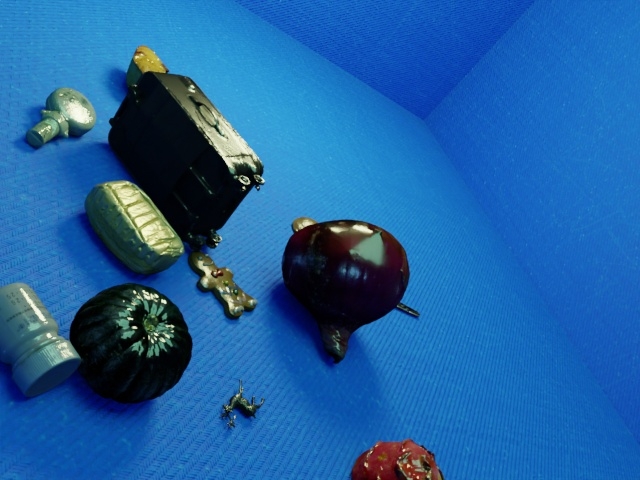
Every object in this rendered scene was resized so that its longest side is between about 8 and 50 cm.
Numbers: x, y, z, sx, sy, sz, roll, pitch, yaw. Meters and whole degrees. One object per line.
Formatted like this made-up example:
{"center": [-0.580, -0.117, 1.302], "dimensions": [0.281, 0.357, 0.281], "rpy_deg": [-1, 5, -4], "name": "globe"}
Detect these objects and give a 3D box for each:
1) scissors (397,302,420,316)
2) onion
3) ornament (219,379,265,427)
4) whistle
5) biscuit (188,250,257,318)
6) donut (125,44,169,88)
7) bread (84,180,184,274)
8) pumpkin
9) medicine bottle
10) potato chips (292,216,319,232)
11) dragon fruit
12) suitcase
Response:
{"center": [0.214, 0.186, 2.140], "dimensions": [0.317, 0.024, 0.160], "rpy_deg": [27, 30, -30], "name": "scissors"}
{"center": [0.059, 0.131, 1.740], "dimensions": [0.347, 0.347, 0.385], "rpy_deg": [23, 67, -36], "name": "onion"}
{"center": [-0.162, 0.345, 1.352], "dimensions": [0.073, 0.028, 0.125], "rpy_deg": [41, 24, -4], "name": "ornament"}
{"center": [-0.635, -0.296, 1.613], "dimensions": [0.126, 0.067, 0.258], "rpy_deg": [48, 27, -19], "name": "whistle"}
{"center": [-0.246, 0.100, 1.606], "dimensions": [0.205, 0.031, 0.138], "rpy_deg": [47, 26, 10], "name": "biscuit"}
{"center": [-0.501, -0.455, 1.997], "dimensions": [0.295, 0.112, 0.151], "rpy_deg": [46, 28, 9], "name": "donut"}
{"center": [-0.417, -0.024, 1.458], "dimensions": [0.236, 0.106, 0.140], "rpy_deg": [49, 25, 12], "name": "bread"}
{"center": [-0.339, 0.184, 1.186], "dimensions": [0.220, 0.162, 0.221], "rpy_deg": [28, 39, -25], "name": "pumpkin"}
{"center": [-0.483, 0.161, 1.082], "dimensions": [0.168, 0.105, 0.105], "rpy_deg": [49, 26, 13], "name": "medicine bottle"}
{"center": [0.000, 0.000, 2.093], "dimensions": [0.150, 0.049, 0.202], "rpy_deg": [-11, 64, -54], "name": "potato chips"}
{"center": [0.169, 0.548, 1.408], "dimensions": [0.189, 0.163, 0.262], "rpy_deg": [-15, 58, -29], "name": "dragon fruit"}
{"center": [-0.338, -0.217, 1.668], "dimensions": [0.434, 0.283, 0.194], "rpy_deg": [49, 28, 15], "name": "suitcase"}
